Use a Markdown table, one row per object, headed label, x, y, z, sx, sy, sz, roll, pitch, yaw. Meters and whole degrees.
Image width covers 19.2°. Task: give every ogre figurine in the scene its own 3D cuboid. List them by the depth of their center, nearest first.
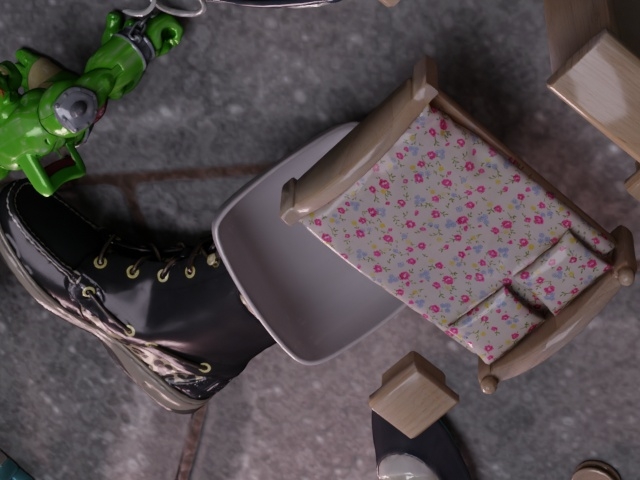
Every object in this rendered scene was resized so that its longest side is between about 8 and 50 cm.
| label | x | y | z | sx | sy | sz | roll | pitch | yaw |
| --- | --- | --- | --- | --- | --- | --- | --- | --- | --- |
| ogre figurine | -0.189 | -0.095 | 1.348 | 0.197 | 0.118 | 0.097 | -5 | 121 | 29 |

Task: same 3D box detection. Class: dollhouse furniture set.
| label | x | y | z | sx | sy | sz | roll | pitch | yaw |
| --- | --- | --- | --- | --- | --- | --- | --- | --- | --- |
| dollhouse furniture set | 0.069 | -0.025 | 1.159 | 0.303 | 0.174 | 0.355 | 37 | 117 | -19 |

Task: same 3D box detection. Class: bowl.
| label | x | y | z | sx | sy | sz | roll | pitch | yaw |
| --- | --- | --- | --- | --- | --- | --- | --- | --- | --- |
| bowl | 0.000 | 0.000 | 1.328 | 0.142 | 0.142 | 0.053 | 58 | 167 | -19 |

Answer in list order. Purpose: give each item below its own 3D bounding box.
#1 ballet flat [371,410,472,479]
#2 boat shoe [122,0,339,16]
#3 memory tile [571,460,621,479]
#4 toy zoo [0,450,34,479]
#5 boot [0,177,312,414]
| label | x | y | z | sx | sy | sz | roll | pitch | yaw |
| --- | --- | --- | --- | --- | --- | --- | --- | --- | --- |
| ballet flat | 0.087 | 0.211 | 1.462 | 0.074 | 0.074 | 0.203 | -9 | 118 | 31 |
| boat shoe | -0.078 | -0.194 | 1.246 | 0.255 | 0.079 | 0.095 | 12 | 127 | 19 |
| memory tile | 0.221 | 0.237 | 1.451 | 0.113 | 0.012 | 0.148 | 28 | 132 | 6 |
| toy zoo | -0.310 | 0.257 | 1.613 | 0.293 | 0.192 | 0.030 | 41 | 131 | -6 |
| boot | -0.116 | 0.013 | 1.413 | 0.179 | 0.085 | 0.236 | -31 | 112 | 37 |
